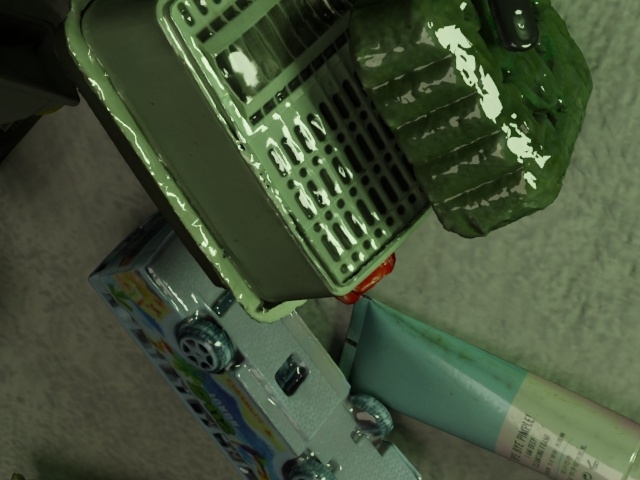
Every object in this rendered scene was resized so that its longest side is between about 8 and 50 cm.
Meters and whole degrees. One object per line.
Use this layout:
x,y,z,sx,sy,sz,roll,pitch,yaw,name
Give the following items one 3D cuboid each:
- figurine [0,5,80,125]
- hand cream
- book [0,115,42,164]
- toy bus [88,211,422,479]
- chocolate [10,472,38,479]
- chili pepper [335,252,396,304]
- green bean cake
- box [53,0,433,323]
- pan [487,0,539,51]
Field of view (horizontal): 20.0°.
-0.366,-0.117,1.430,0.285,0.167,0.342,-34,87,25,figurine
0.160,0.145,1.515,0.312,0.070,0.111,26,131,13,hand cream
-0.342,-0.153,1.515,0.228,0.024,0.160,41,128,-9,book
-0.055,0.121,1.539,0.136,0.109,0.329,-12,120,50,toy bus
-0.109,0.360,1.707,0.446,0.162,0.162,15,128,9,chocolate
0.000,0.000,1.456,0.123,0.070,0.073,32,141,-2,chili pepper
0.105,-0.121,1.255,0.094,0.183,0.185,-24,112,32,green bean cake
-0.041,-0.105,1.304,0.166,0.220,0.290,-4,124,51,box
0.097,-0.234,1.190,0.028,0.136,0.235,154,102,-69,pan
